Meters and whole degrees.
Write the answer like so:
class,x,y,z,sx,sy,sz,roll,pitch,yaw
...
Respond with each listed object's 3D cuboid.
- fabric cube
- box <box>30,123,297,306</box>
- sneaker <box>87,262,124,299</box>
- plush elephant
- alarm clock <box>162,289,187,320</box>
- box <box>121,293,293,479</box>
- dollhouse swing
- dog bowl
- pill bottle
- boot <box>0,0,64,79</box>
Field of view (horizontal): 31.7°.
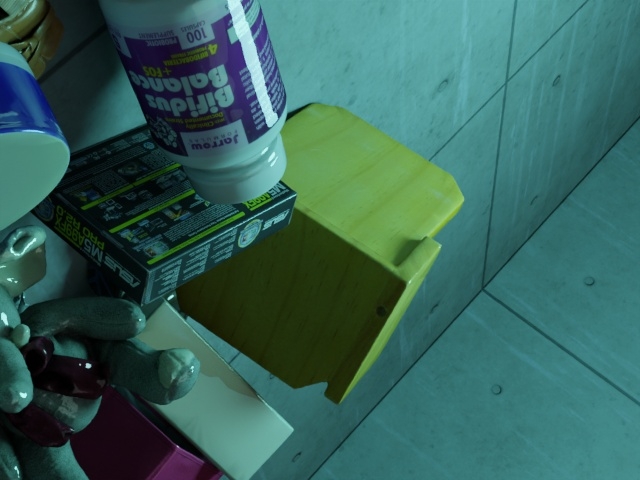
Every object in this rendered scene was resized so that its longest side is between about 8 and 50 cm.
class,x,y,z,sx,sy,sz,roll,pitch,yaw
fabric cube,-0.342,0.346,1.669,0.258,0.259,0.254,-49,159,-9
box,-0.196,-0.051,1.418,0.270,0.216,0.060,-31,150,-44
sneaker,-0.263,-0.007,1.554,0.081,0.080,0.211,-39,165,-46
plush elephant,-0.346,0.137,1.266,0.272,0.330,0.255,-49,154,-1
alarm clock,-0.263,0.111,1.740,0.129,0.064,0.192,-46,154,-17
box,-0.195,0.208,1.657,0.121,0.148,0.311,-46,121,-9
dollhouse swing,0.000,0.000,1.734,0.315,0.347,0.305,-62,167,22
dog bowl,-0.375,-0.072,1.055,0.265,0.104,0.265,-29,168,-7
pill bottle,-0.133,-0.190,1.302,0.169,0.169,0.301,-42,138,-24
boot,-0.343,-0.182,1.131,0.197,0.073,0.152,-46,163,-5
